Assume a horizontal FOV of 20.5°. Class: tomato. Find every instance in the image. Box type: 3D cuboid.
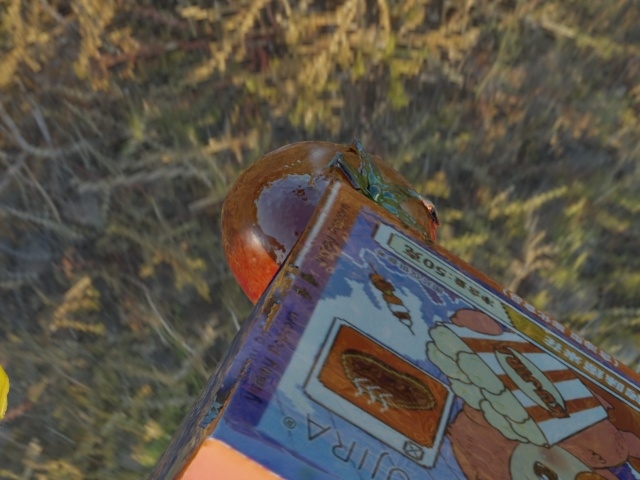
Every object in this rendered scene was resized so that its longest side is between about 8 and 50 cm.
[{"bbox_3d":[0.000,0.000,1.390,0.167,0.167,0.167,0,79,1],"label":"tomato"}]

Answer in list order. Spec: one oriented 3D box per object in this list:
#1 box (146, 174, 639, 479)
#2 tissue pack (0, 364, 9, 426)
[{"bbox_3d":[0.064,0.201,1.046,0.348,0.318,0.257,32,118,-1],"label":"box"},{"bbox_3d":[-0.276,0.076,0.779,0.134,0.271,0.192,-5,116,28],"label":"tissue pack"}]
